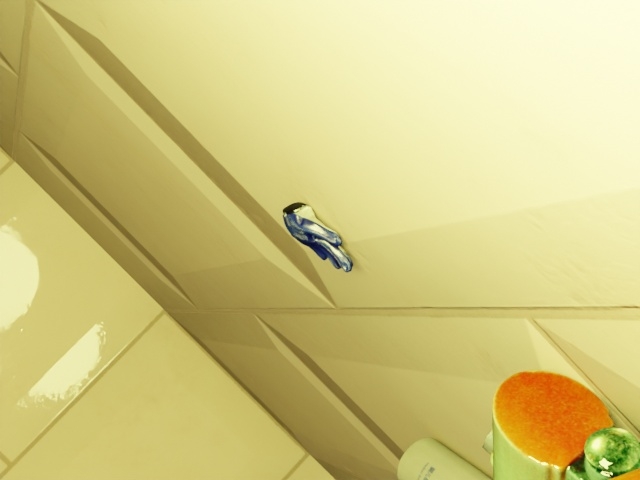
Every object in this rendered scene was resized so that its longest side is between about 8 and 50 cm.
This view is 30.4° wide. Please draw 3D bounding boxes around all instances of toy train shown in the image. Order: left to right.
[{"bbox_3d":[0.205,0.229,0.973,0.177,0.116,0.285,41,155,36],"label":"toy train"}]

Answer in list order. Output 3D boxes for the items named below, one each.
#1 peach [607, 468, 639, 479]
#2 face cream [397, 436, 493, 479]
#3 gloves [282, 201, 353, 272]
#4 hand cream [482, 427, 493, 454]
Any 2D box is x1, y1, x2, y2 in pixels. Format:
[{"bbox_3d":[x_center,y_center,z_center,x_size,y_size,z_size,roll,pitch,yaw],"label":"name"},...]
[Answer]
[{"bbox_3d":[0.262,0.303,0.672,0.406,0.310,0.335,21,118,36],"label":"peach"},{"bbox_3d":[0.201,0.332,1.442,0.250,0.077,0.077,29,160,47],"label":"face cream"},{"bbox_3d":[0.000,0.000,1.129,0.086,0.026,0.064,50,164,-24],"label":"gloves"},{"bbox_3d":[0.261,0.251,1.079,0.255,0.048,0.079,39,163,18],"label":"hand cream"}]
